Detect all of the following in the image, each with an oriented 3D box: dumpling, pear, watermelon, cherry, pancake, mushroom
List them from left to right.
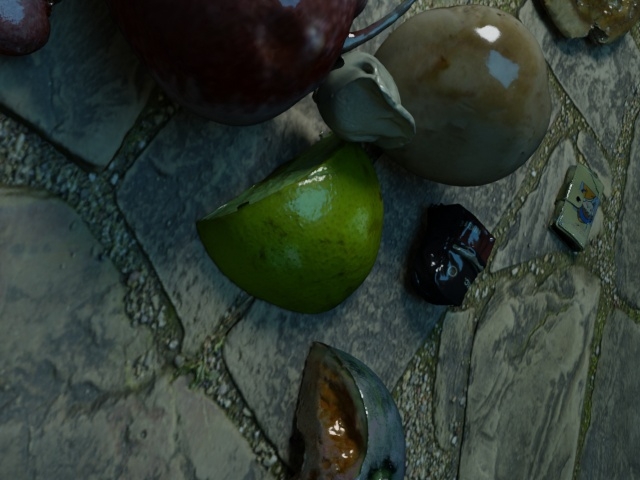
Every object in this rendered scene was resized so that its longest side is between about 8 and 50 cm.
[{"bbox_3d":[-0.322,-0.264,0.815,0.225,0.090,0.107,-8,78,-44],"label":"cherry"},{"bbox_3d":[-0.101,-0.297,0.846,0.291,0.335,0.326,-52,164,14],"label":"cherry"},{"bbox_3d":[0.005,-0.002,1.012,0.288,0.139,0.239,-37,117,-29],"label":"pear"},{"bbox_3d":[0.065,0.322,1.006,0.188,0.175,0.322,14,81,-33],"label":"watermelon"},{"bbox_3d":[0.066,-0.178,0.959,0.155,0.181,0.111,38,107,-27],"label":"dumpling"},{"bbox_3d":[0.217,-0.248,1.093,0.292,0.292,0.290,46,40,-25],"label":"mushroom"},{"bbox_3d":[0.556,-0.582,1.450,0.382,0.071,0.383,2,87,-35],"label":"pancake"}]

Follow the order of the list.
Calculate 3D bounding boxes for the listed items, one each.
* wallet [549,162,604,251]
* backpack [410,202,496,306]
[{"bbox_3d":[0.525,-0.069,1.426,0.110,0.039,0.155,36,68,-30],"label":"wallet"},{"bbox_3d":[0.220,0.028,1.168,0.120,0.105,0.165,32,67,-35],"label":"backpack"}]
